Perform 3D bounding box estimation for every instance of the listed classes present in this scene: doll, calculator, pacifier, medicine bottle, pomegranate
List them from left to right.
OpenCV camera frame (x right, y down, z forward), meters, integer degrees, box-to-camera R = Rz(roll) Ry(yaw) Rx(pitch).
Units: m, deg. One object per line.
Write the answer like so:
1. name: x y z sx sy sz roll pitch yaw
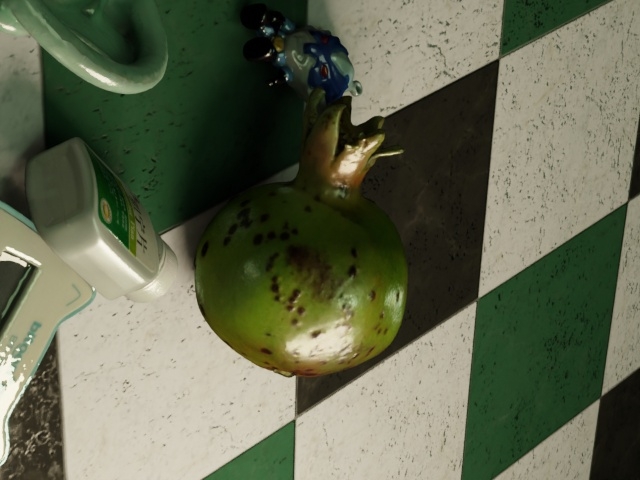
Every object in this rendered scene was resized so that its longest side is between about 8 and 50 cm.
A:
1. calculator: -0.366 0.062 1.550 0.386 0.054 0.256 32 86 -55
2. pacifier: -0.270 -0.190 1.368 0.269 0.288 0.343 -40 154 18
3. medicine bottle: -0.200 -0.009 1.667 0.069 0.119 0.183 -24 146 9
4. doll: -0.014 -0.183 1.847 0.195 0.070 0.096 23 63 -53
5. pomegranate: 0.008 0.009 1.859 0.286 0.231 0.231 -53 146 3
